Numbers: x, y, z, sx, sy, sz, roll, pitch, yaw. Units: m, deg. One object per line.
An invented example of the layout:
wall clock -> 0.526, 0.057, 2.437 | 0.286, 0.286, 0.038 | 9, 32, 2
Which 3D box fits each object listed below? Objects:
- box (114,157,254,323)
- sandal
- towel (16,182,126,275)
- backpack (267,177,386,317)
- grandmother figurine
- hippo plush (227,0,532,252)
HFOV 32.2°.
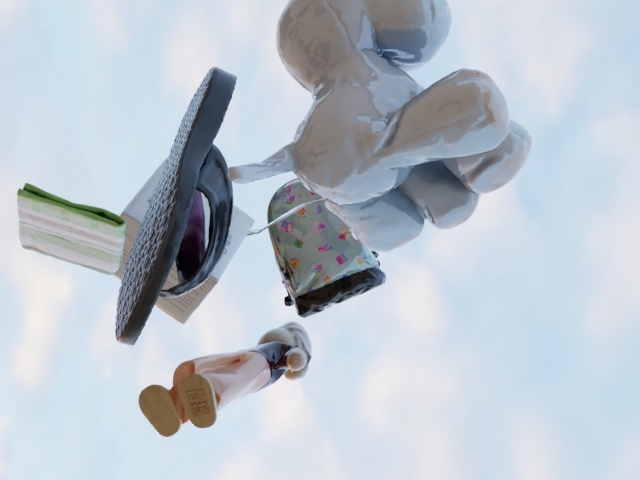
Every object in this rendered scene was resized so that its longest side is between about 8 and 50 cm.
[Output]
box -> -0.228, -0.001, 1.740 | 0.182, 0.181, 0.119 | 36, -53, -7
sandal -> -0.168, -0.051, 1.514 | 0.167, 0.107, 0.446 | -44, -154, 53
towel -> -0.256, -0.011, 1.146 | 0.152, 0.113, 0.023 | 123, -16, -65
backpack -> 0.000, 0.000, 1.528 | 0.115, 0.152, 0.182 | 139, -72, -82
grandmother figurine -> -0.107, 0.188, 1.619 | 0.207, 0.342, 0.104 | -8, -84, 26
hippo plush -> 0.044, -0.137, 1.117 | 0.294, 0.234, 0.237 | -15, -117, -3
